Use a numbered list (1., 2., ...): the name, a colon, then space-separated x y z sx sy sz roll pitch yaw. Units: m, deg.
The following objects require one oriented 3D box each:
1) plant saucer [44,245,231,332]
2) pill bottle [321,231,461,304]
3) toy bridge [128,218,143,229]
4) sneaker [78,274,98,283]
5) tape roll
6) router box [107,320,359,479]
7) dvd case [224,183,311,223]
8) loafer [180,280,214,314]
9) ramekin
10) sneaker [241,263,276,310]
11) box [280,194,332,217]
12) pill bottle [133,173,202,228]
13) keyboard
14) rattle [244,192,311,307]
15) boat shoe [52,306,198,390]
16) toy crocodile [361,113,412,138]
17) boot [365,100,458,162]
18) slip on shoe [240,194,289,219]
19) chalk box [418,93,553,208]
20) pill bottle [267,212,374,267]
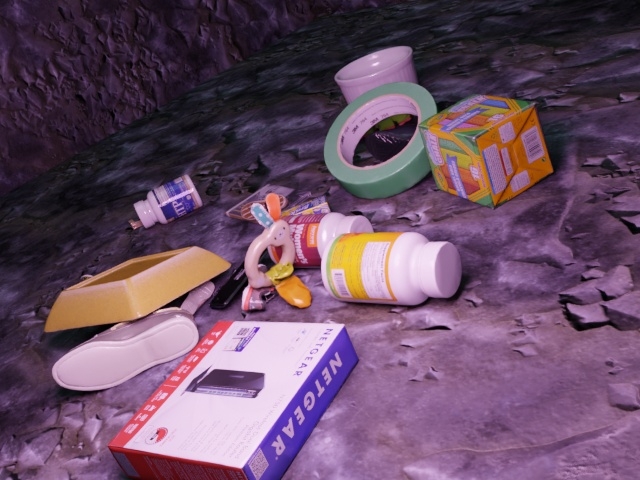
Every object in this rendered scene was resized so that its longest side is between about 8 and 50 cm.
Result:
1. plant saucer: -0.432 0.100 1.748 0.333 0.081 0.332 -11 13 34
2. pill bottle: 0.135 0.053 1.423 0.245 0.136 0.136 0 33 39
3. toy bridge: -0.511 -0.089 2.374 0.188 0.026 0.063 -31 29 -16
4. sneaker: -0.637 0.114 2.070 0.083 0.031 0.035 -10 28 25
5. tape roll: 0.164 -0.259 1.931 0.321 0.077 0.321 -18 50 23
6. router box: -0.141 0.272 1.283 0.301 0.082 0.335 -4 31 35
7. dvd case: -0.149 -0.103 2.110 0.164 0.018 0.221 -37 28 -27
8. loafer: -0.288 0.138 1.722 0.039 0.045 0.125 -55 -1 40
9. ramekin: 0.198 -0.539 2.545 0.277 0.135 0.277 -19 25 9
10. sneaker: -0.127 0.110 1.648 0.065 0.061 0.158 10 32 5
11. box: -0.054 -0.052 1.878 0.169 0.059 0.054 -20 24 6
12. pill bottle: -0.463 -0.114 2.283 0.186 0.112 0.112 -27 25 -8
13. keyboard: -0.178 0.089 1.726 0.100 0.038 0.192 -5 40 54
14. rattle: -0.079 0.021 1.548 0.130 0.200 0.143 2 24 -27
15. boat shoe: -0.406 0.224 1.577 0.305 0.109 0.091 -19 24 -6
16. toy crocodile: 0.185 -0.372 2.285 0.340 0.105 0.115 -16 26 25
17. boot: 0.272 -0.299 2.053 0.246 0.094 0.207 7 40 41
18. slip on shoe: -0.147 -0.087 2.014 0.135 0.051 0.041 -21 -14 19
19. chalk box: 0.354 -0.215 1.725 0.179 0.180 0.289 -30 25 -16
20. pill bottle: 0.000 0.000 1.659 0.221 0.121 0.121 -2 32 37
